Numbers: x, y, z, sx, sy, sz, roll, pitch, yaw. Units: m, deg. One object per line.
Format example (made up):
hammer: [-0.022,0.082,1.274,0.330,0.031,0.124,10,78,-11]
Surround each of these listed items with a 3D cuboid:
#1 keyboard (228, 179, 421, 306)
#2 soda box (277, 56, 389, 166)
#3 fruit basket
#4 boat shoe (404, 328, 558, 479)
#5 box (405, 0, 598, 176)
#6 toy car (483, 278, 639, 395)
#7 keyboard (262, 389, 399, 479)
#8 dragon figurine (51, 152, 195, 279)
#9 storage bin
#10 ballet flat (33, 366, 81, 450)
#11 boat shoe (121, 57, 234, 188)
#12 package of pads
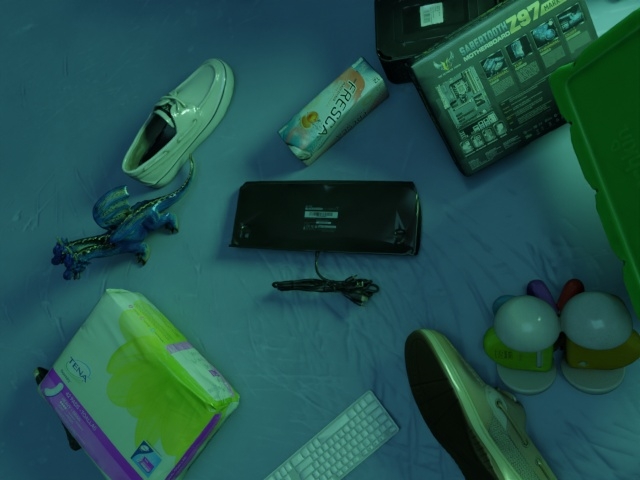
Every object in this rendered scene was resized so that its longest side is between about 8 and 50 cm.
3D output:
keyboard: [0.000,0.000,0.830,0.316,0.033,0.202,3,76,20]
soda box: [0.022,-0.207,0.837,0.183,0.063,0.058,-41,71,8]
fruit basket: [0.483,-0.100,0.540,0.391,0.283,0.393,8,69,-21]
boat shoe: [0.219,0.247,0.688,0.098,0.109,0.303,-21,70,-27]
box: [0.262,-0.225,0.715,0.232,0.059,0.184,-30,111,11]
toy car: [0.302,0.110,0.665,0.181,0.159,0.136,-6,45,18]
keyboard: [0.003,0.336,0.783,0.256,0.014,0.072,-43,71,7]
dragon figurine: [-0.326,-0.035,0.882,0.289,0.144,0.085,-43,72,8]
storage bin: [0.180,-0.326,0.794,0.180,0.084,0.122,-4,80,17]
ballet flat: [-0.467,0.296,0.920,0.049,0.057,0.173,-43,72,-4]
boat shoe: [-0.258,-0.217,0.919,0.096,0.088,0.268,42,96,20]
package of pads: [-0.302,0.248,0.852,0.296,0.101,0.229,39,95,19]
